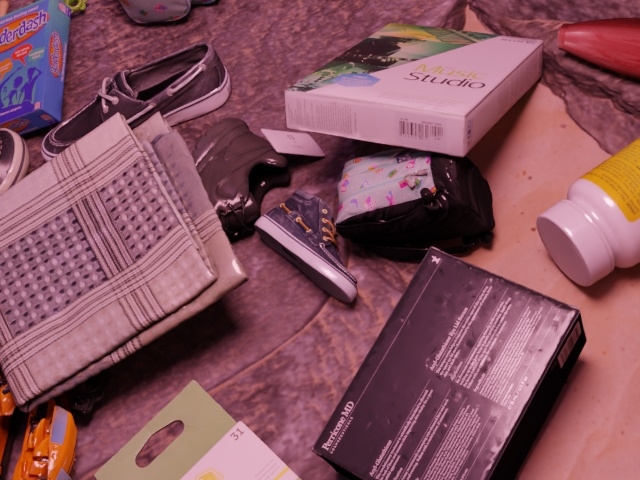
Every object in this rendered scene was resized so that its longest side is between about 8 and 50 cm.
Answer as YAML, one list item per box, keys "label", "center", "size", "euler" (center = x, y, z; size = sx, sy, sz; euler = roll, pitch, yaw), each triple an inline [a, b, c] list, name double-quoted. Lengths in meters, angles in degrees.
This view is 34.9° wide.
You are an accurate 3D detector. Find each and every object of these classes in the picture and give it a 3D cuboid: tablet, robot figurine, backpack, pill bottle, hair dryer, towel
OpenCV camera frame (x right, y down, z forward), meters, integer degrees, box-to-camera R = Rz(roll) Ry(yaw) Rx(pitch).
- label: "tablet"
  center: [-0.037, -0.134, 1.395]
  size: [0.054, 0.083, 0.006]
  euler: [54, 127, 37]
- label: "robot figurine"
  center: [-0.368, 0.219, 1.236]
  size: [0.211, 0.085, 0.291]
  euler: [-6, 55, 12]
- label: "backpack"
  center: [0.107, -0.049, 1.248]
  size: [0.181, 0.152, 0.115]
  euler: [-10, 58, 29]
- label: "backpack"
  center: [-0.244, -0.436, 1.602]
  size: [0.188, 0.166, 0.145]
  euler: [-7, 56, 16]
- label: "pill bottle"
  center: [0.362, -0.044, 1.173]
  size: [0.208, 0.119, 0.119]
  euler: [-33, 53, -7]
- label: "hair dryer"
  center: [0.463, -0.287, 1.359]
  size: [0.293, 0.080, 0.224]
  euler: [-12, 38, 2]
- label: "towel"
  center: [-0.279, 0.007, 1.250]
  size: [0.324, 0.056, 0.312]
  euler: [-31, 55, 0]

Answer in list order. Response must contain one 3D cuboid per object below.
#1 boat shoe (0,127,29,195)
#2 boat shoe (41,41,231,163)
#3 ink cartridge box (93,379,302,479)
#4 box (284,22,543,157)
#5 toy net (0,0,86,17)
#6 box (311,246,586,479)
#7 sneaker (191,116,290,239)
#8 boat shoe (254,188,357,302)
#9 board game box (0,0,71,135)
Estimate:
- label: "boat shoe"
  center: [-0.665, -0.047, 1.471]
  size: [0.499, 0.156, 0.187]
  euler: [-21, 51, 0]
- label: "boat shoe"
  center: [-0.281, -0.201, 1.490]
  size: [0.301, 0.102, 0.108]
  euler: [-22, 53, 1]
- label: "ink cartridge box"
  center: [-0.142, 0.273, 1.150]
  size: [0.171, 0.056, 0.235]
  euler: [-43, 57, -13]
- label: "box"
  center: [0.130, -0.203, 1.303]
  size: [0.232, 0.059, 0.322]
  euler: [12, 29, 24]
- label: "toy net"
  center: [-0.500, -0.355, 1.707]
  size: [0.232, 0.045, 0.122]
  euler: [-42, 72, -10]
- label: "box"
  center: [0.141, 0.164, 1.089]
  size: [0.184, 0.103, 0.261]
  euler: [25, 75, 27]
- label: "sneaker"
  center: [-0.153, -0.038, 1.341]
  size: [0.130, 0.109, 0.286]
  euler: [30, 71, 25]
- label: "boat shoe"
  center: [0.000, 0.000, 1.287]
  size: [0.083, 0.065, 0.183]
  euler: [-43, 54, -13]
- label: "board game box"
  center: [-0.469, -0.262, 1.582]
  size: [0.160, 0.047, 0.210]
  euler: [-15, 61, 25]
